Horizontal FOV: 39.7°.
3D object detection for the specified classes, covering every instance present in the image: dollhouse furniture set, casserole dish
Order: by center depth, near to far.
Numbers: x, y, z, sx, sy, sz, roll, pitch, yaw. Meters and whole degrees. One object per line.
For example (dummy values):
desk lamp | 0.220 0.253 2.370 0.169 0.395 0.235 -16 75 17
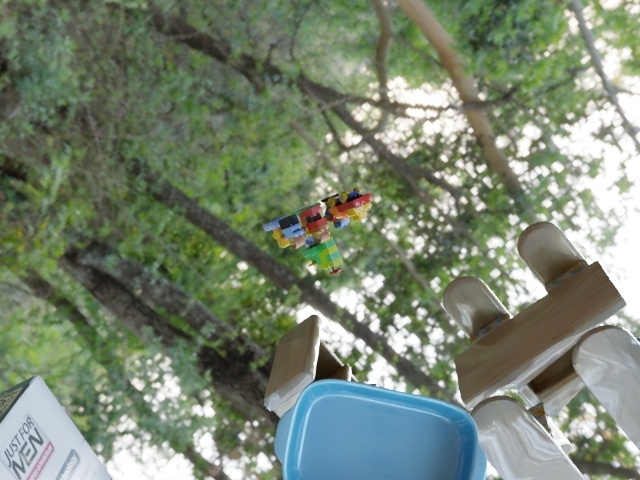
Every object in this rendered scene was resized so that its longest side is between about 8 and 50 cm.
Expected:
casserole dish | 0.053 0.190 0.796 0.037 0.188 0.114 89 12 -79
dollhouse furniture set | 0.168 0.137 1.079 0.394 0.256 0.362 -38 -167 15

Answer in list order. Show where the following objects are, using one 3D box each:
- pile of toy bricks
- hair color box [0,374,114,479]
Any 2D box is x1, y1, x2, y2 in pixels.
pile of toy bricks | 0.000 0.000 1.280 0.118 0.105 0.212 -26 -175 -28
hair color box | -0.199 0.303 0.723 0.105 0.347 0.174 -28 -166 8
